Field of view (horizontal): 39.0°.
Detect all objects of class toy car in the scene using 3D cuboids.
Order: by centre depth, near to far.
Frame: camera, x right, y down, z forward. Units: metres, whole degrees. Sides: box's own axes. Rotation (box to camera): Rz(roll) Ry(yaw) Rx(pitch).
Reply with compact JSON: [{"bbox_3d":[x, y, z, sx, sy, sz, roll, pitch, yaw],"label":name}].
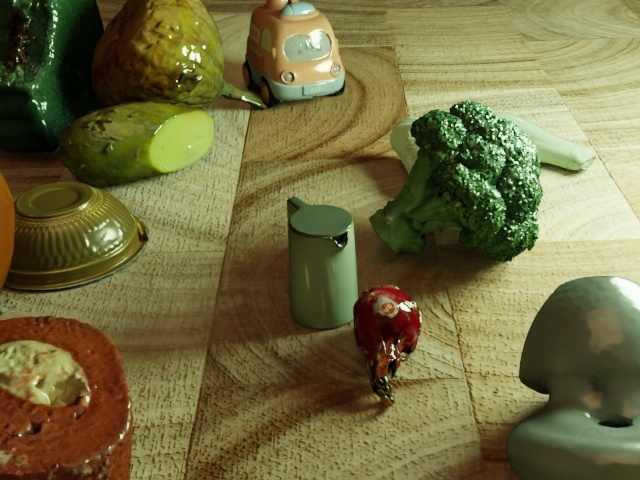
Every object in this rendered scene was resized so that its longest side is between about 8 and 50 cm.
[{"bbox_3d":[-0.063,-0.424,1.973,0.181,0.212,0.270,-13,32,-19],"label":"toy car"}]

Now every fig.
[{"bbox_3d":[-0.260,-0.336,1.832,0.369,0.286,0.286,24,19,-27],"label":"fig"}]

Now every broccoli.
[{"bbox_3d":[0.202,-0.074,1.357,0.270,0.270,0.270,-31,28,11],"label":"broccoli"}]

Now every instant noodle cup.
[{"bbox_3d":[-0.412,-0.029,1.437,0.274,0.090,0.274,-2,29,1],"label":"instant noodle cup"}]

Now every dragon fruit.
[{"bbox_3d":[0.086,0.124,1.143,0.094,0.094,0.190,-1,35,2],"label":"dragon fruit"}]

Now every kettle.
[{"bbox_3d":[0.002,0.028,1.250,0.098,0.148,0.126,-2,29,2],"label":"kettle"}]

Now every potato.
[{"bbox_3d":[-0.329,-0.186,1.651,0.298,0.141,0.176,-20,40,-27],"label":"potato"}]

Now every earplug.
[{"bbox_3d":[0.305,0.167,0.960,0.214,0.175,0.325,1,30,10],"label":"earplug"}]

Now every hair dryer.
[{"bbox_3d":[0.350,-0.163,1.592,0.206,0.075,0.237,25,23,31],"label":"hair dryer"}]

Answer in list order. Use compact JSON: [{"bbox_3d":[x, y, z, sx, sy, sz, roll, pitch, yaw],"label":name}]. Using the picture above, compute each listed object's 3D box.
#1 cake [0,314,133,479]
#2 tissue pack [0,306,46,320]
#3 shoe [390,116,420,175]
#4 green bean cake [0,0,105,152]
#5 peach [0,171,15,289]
[{"bbox_3d":[-0.297,0.206,0.971,0.177,0.150,0.283,2,28,-17],"label":"cake"},{"bbox_3d":[-0.404,0.129,1.192,0.095,0.058,0.074,8,30,17],"label":"tissue pack"},{"bbox_3d":[0.189,-0.138,1.581,0.110,0.095,0.265,-23,38,-30],"label":"shoe"},{"bbox_3d":[-0.559,-0.358,1.797,0.169,0.307,0.300,4,28,21],"label":"green bean cake"},{"bbox_3d":[-0.571,-0.023,1.171,0.343,0.301,0.343,37,5,-4],"label":"peach"}]
